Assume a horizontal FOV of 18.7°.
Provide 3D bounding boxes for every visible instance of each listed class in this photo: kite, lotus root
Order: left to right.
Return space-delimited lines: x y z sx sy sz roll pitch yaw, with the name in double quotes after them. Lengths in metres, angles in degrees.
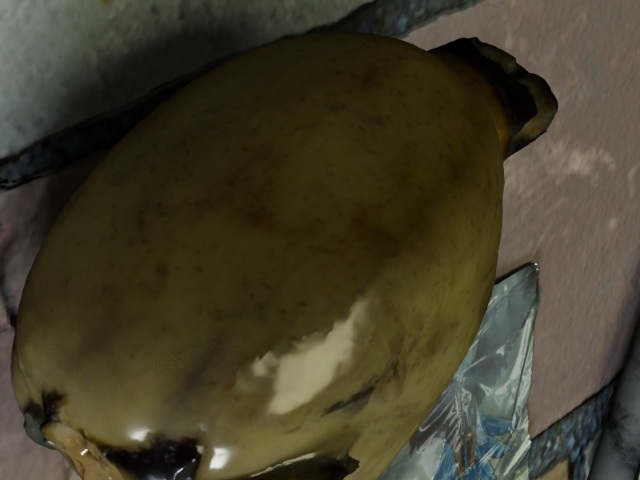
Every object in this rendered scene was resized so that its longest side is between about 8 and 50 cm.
0.000 0.000 0.826 0.310 0.183 0.182 -45 139 -33 "lotus root"
0.099 0.160 1.173 0.169 0.015 0.310 -43 137 -34 "kite"

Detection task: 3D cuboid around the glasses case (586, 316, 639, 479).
0.258 0.030 1.280 0.114 0.060 0.299 10 99 -55 "glasses case"
